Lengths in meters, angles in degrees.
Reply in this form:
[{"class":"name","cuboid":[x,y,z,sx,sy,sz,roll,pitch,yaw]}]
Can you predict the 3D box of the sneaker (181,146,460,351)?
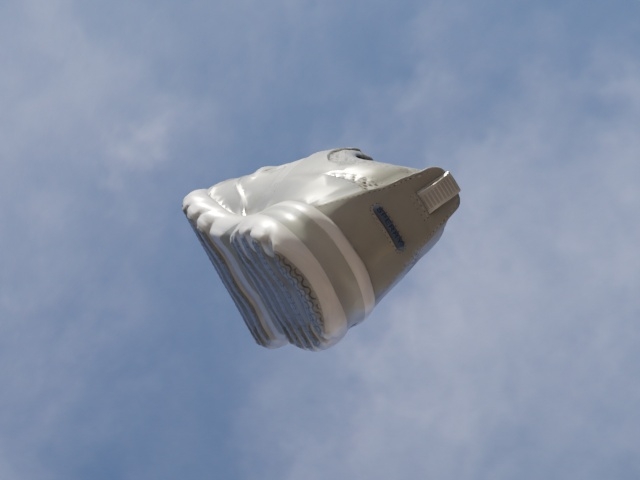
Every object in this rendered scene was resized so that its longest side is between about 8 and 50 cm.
[{"class":"sneaker","cuboid":[0.000,0.000,0.710,0.115,0.281,0.105,-31,-76,-13]}]
